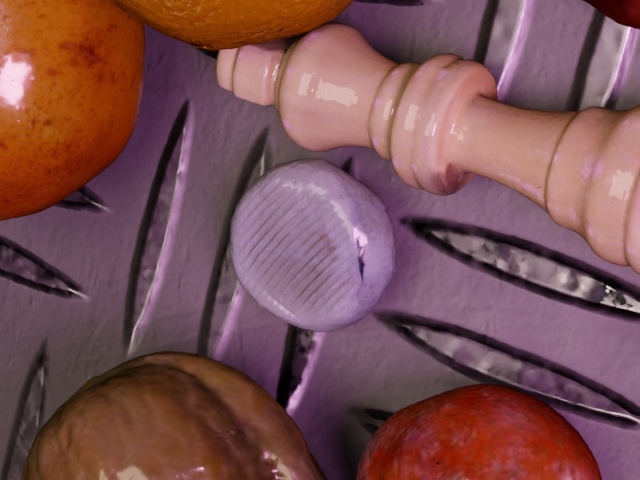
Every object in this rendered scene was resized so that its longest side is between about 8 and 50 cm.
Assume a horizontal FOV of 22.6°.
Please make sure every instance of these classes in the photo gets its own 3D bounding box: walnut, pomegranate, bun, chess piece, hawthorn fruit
[{"bbox_3d":[-0.108,0.224,1.238,0.283,0.227,0.282,0,90,19],"label":"walnut"},{"bbox_3d":[-0.266,-0.145,1.294,0.264,0.264,0.264,3,95,30],"label":"pomegranate"},{"bbox_3d":[0.000,0.000,1.241,0.141,0.083,0.140,12,112,31],"label":"bun"},{"bbox_3d":[0.088,-0.084,1.170,0.397,0.117,0.117,20,104,30],"label":"chess piece"},{"bbox_3d":[0.117,0.183,1.144,0.173,0.173,0.172,3,95,30],"label":"hawthorn fruit"}]

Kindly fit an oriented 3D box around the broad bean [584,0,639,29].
[{"bbox_3d":[0.185,-0.232,1.083,0.228,0.156,0.122,38,79,18],"label":"broad bean"}]

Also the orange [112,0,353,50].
[{"bbox_3d":[-0.070,-0.273,1.156,0.274,0.274,0.274,3,95,30],"label":"orange"}]
